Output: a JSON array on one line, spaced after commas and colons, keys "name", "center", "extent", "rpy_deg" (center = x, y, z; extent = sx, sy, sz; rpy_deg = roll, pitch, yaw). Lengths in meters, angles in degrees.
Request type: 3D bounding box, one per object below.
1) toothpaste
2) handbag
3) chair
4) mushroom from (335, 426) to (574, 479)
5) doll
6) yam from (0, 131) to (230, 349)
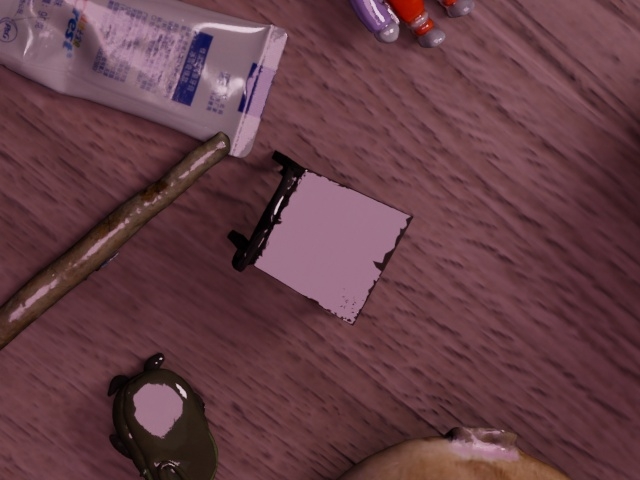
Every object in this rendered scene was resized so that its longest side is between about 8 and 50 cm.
[{"name": "toothpaste", "center": [-0.160, -0.140, 1.377], "extent": [0.266, 0.061, 0.096], "rpy_deg": [17, 93, -14]}, {"name": "handbag", "center": [-0.109, 0.141, 1.410], "extent": [0.072, 0.047, 0.111], "rpy_deg": [-27, 98, -7]}, {"name": "chair", "center": [0.000, 0.000, 1.320], "extent": [0.101, 0.212, 0.084], "rpy_deg": [27, 93, -7]}, {"name": "mushroom", "center": [0.094, 0.248, 1.376], "extent": [0.254, 0.184, 0.255], "rpy_deg": [2, 105, 6]}, {"name": "doll", "center": [0.017, -0.229, 1.369], "extent": [0.102, 0.075, 0.227], "rpy_deg": [-46, 110, -16]}, {"name": "yam", "center": [-0.153, 0.004, 1.400], "extent": [0.234, 0.027, 0.029], "rpy_deg": [-39, 104, 4]}]
